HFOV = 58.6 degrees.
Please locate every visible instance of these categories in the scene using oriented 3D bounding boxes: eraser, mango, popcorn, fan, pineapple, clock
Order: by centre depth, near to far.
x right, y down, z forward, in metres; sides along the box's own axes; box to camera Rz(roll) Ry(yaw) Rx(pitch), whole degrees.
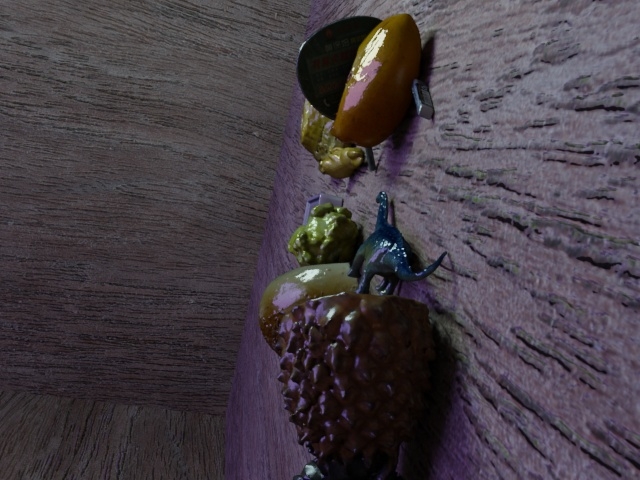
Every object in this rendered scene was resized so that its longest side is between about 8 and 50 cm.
[{"bbox_3d":[0.046,0.248,0.747,0.223,0.223,0.356,151,121,-75],"label":"pineapple"},{"bbox_3d":[0.171,-0.238,0.961,0.099,0.027,0.019,-92,25,-45],"label":"eraser"},{"bbox_3d":[0.111,-0.294,1.057,0.153,0.126,0.252,-108,38,-60],"label":"mango"},{"bbox_3d":[0.091,-0.314,1.139,0.223,0.294,0.012,-48,30,-2],"label":"fan"},{"bbox_3d":[0.009,0.006,1.219,0.173,0.142,0.173,-40,-14,-13],"label":"popcorn"},{"bbox_3d":[-0.002,-0.042,1.528,0.197,0.063,0.149,175,105,-78],"label":"clock"}]

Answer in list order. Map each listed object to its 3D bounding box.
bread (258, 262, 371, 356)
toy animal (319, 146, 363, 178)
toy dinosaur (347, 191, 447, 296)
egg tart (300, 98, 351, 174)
[{"bbox_3d":[-0.030,0.157,1.158,0.314,0.192,0.171,118,161,-55],"label":"bread"},{"bbox_3d":[0.069,-0.188,1.347,0.070,0.083,0.159,-55,17,-17],"label":"toy animal"},{"bbox_3d":[0.105,0.026,0.926,0.363,0.077,0.147,-103,32,-71],"label":"toy dinosaur"},{"bbox_3d":[0.020,-0.340,1.544,0.341,0.129,0.340,-171,90,-79],"label":"egg tart"}]
